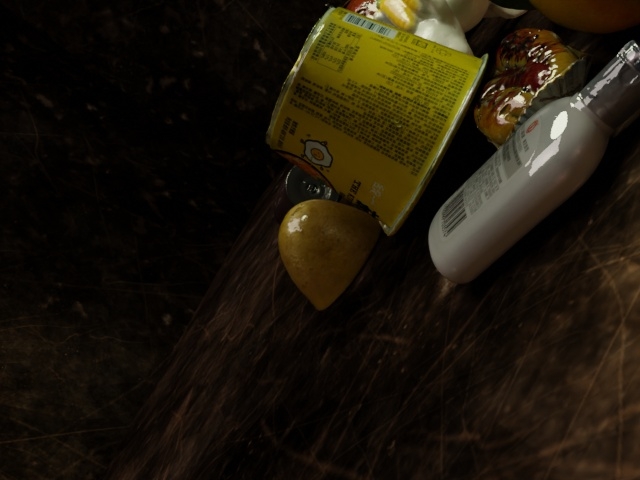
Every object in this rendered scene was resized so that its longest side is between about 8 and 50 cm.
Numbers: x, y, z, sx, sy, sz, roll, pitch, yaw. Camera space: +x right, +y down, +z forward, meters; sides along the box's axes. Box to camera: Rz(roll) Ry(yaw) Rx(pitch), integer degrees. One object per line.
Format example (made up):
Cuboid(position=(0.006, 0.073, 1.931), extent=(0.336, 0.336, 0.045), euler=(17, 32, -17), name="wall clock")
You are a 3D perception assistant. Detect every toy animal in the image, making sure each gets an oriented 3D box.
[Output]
Cuboid(position=(0.242, -0.408, 1.305), extent=(0.183, 0.247, 0.310), euler=(-12, 52, 61), name="toy animal")

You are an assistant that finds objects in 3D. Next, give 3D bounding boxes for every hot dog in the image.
Cuboid(position=(0.267, -0.203, 0.925), extent=(0.162, 0.082, 0.270), euler=(-52, 12, 20), name="hot dog")

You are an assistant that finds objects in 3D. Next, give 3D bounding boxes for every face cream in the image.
Cuboid(position=(0.227, -0.079, 0.723), extent=(0.291, 0.071, 0.144), euler=(-49, 13, 30), name="face cream")

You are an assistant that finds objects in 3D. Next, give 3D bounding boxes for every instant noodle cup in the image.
Cuboid(position=(0.079, -0.204, 1.108), extent=(0.325, 0.254, 0.325), euler=(-63, 0, 0), name="instant noodle cup")

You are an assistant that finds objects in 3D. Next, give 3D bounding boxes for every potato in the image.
Cuboid(position=(0.000, 0.000, 1.266), extent=(0.203, 0.158, 0.178), euler=(-51, 11, -2), name="potato")

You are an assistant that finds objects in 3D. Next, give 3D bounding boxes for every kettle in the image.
Cuboid(position=(-0.049, -0.081, 1.852), extent=(0.232, 0.144, 0.202), euler=(135, 137, -67), name="kettle")

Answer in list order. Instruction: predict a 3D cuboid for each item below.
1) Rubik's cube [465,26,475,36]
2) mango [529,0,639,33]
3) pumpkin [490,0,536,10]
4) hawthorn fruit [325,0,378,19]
Cuboid(position=(0.269, -0.613, 1.703), extent=(0.264, 0.319, 0.319), euler=(3, 53, 45), name="Rubik's cube")
Cuboid(position=(0.329, -0.362, 0.822), extent=(0.317, 0.173, 0.211), euler=(-98, 22, -59), name="mango")
Cuboid(position=(0.321, -0.507, 1.072), extent=(0.300, 0.300, 0.207), euler=(-61, 6, -32), name="pumpkin")
Cuboid(position=(0.148, -0.403, 1.521), extent=(0.316, 0.316, 0.316), euler=(-52, 11, 14), name="hawthorn fruit")
